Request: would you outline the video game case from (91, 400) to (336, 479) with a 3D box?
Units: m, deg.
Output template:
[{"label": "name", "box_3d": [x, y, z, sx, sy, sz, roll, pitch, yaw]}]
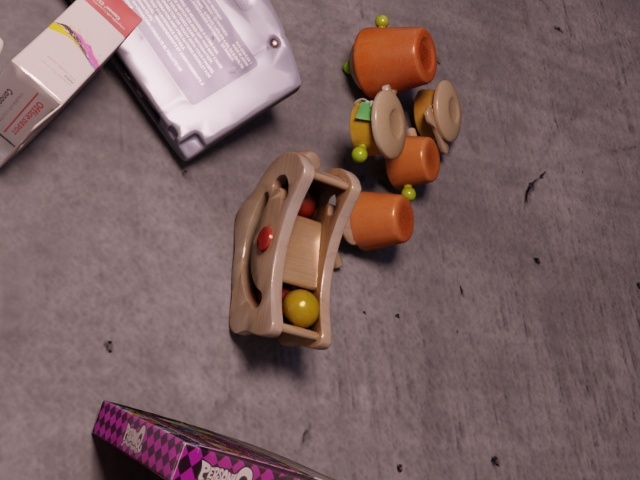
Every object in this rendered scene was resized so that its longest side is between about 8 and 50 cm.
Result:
[{"label": "video game case", "box_3d": [-0.083, 0.212, 0.992, 0.210, 0.232, 0.042, 24, 80, -27]}]

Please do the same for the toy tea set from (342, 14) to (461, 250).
[{"label": "toy tea set", "box_3d": [0.074, -0.138, 1.378, 0.200, 0.124, 0.336, 64, 36, -34]}]

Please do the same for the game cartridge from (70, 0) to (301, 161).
[{"label": "game cartridge", "box_3d": [-0.161, -0.262, 1.234, 0.196, 0.060, 0.294, -34, 92, -15]}]

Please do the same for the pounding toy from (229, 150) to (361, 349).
[{"label": "pounding toy", "box_3d": [0.000, 0.000, 1.204, 0.154, 0.154, 0.270, 17, 60, -29]}]

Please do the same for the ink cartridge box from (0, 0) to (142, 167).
[{"label": "ink cartridge box", "box_3d": [-0.283, -0.172, 1.101, 0.067, 0.115, 0.198, 43, 49, -14]}]

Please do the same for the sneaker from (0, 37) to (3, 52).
[{"label": "sneaker", "box_3d": [-0.438, -0.273, 1.062, 0.297, 0.111, 0.129, 58, 32, -4]}]
